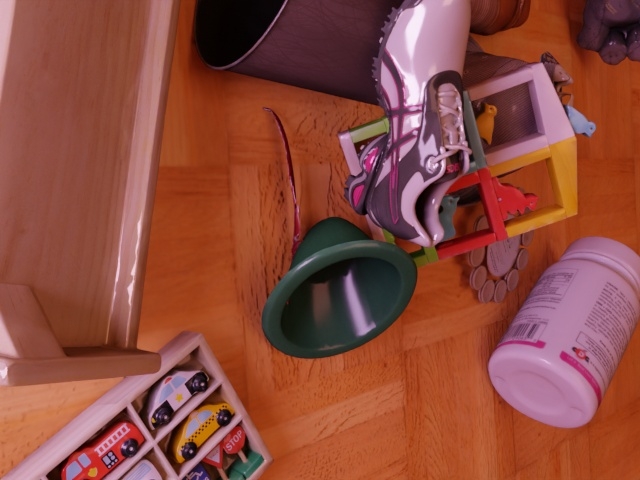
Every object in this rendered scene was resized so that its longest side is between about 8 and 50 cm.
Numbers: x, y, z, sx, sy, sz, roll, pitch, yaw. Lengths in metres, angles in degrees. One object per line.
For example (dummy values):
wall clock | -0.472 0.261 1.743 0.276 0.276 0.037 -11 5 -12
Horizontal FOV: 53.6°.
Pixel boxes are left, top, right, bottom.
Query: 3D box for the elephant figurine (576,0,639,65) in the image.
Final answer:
elephant figurine | 0.557 -0.443 1.155 0.169 0.186 0.239 25 54 6

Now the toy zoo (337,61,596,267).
toy zoo | 0.188 -0.088 0.763 0.293 0.030 0.192 -19 107 3

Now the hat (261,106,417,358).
hat | 0.000 0.000 0.724 0.172 0.184 0.208 6 129 -30

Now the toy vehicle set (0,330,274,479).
toy vehicle set | -0.174 0.228 0.563 0.267 0.035 0.166 -41 116 -34

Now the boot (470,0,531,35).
boot | 0.225 -0.427 0.864 0.220 0.109 0.284 -18 100 -48

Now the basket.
basket | 0.013 -0.237 0.656 0.226 0.154 0.204 13 104 -45

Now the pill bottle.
pill bottle | 0.392 0.131 0.980 0.283 0.160 0.160 -47 119 -31

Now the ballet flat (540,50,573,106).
ballet flat | 0.311 -0.195 0.829 0.041 0.041 0.114 10 79 -41

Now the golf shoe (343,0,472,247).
golf shoe | 0.113 -0.124 0.639 0.105 0.120 0.273 -15 131 -33

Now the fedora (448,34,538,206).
fedora | 0.228 -0.172 0.860 0.275 0.124 0.244 -33 111 -36

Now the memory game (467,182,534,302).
memory game | 0.272 0.007 0.952 0.186 0.012 0.186 -15 112 -43

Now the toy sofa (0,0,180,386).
toy sofa | -0.211 -0.080 0.479 0.150 0.177 0.363 17 77 -65
